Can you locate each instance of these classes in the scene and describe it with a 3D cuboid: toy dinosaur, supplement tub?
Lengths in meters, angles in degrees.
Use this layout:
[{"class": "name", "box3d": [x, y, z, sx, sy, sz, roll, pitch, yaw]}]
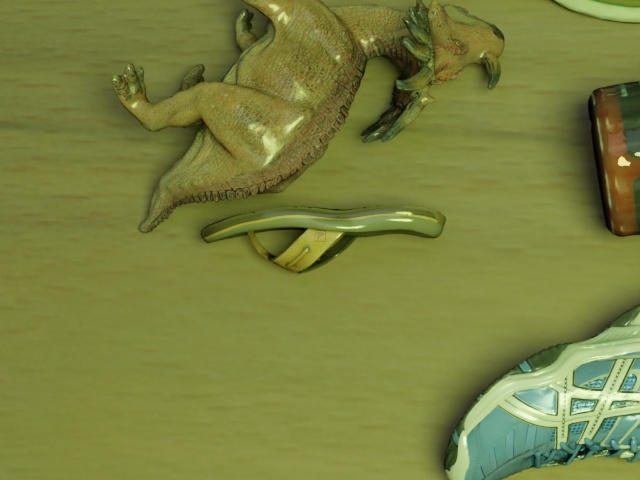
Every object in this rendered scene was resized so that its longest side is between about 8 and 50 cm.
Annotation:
[{"class": "toy dinosaur", "box3d": [-0.017, -0.101, 0.991, 0.200, 0.127, 0.295, 40, 87, 18]}, {"class": "supplement tub", "box3d": [0.283, -0.065, 0.903, 0.198, 0.106, 0.106, -8, 66, 11]}]

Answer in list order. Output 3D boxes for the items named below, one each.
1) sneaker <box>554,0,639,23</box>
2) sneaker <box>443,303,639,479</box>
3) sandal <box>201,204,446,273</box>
[{"class": "sneaker", "box3d": [0.161, -0.272, 0.968, 0.410, 0.182, 0.158, 8, 72, 8]}, {"class": "sneaker", "box3d": [0.177, 0.108, 0.871, 0.211, 0.080, 0.081, -30, 61, 2]}, {"class": "sandal", "box3d": [0.000, 0.000, 0.976, 0.180, 0.072, 0.049, 0, 89, 10]}]
